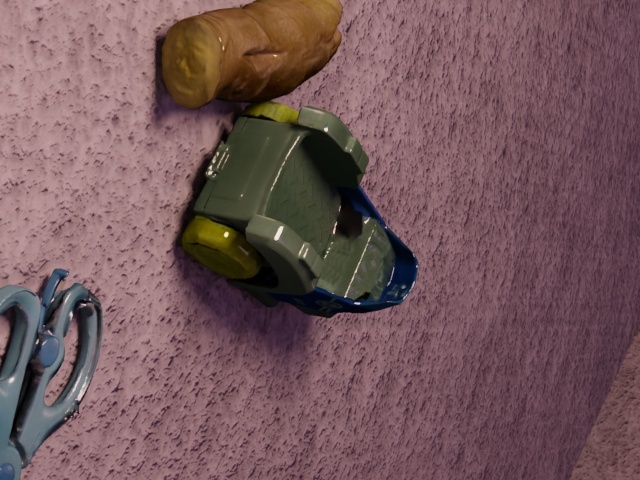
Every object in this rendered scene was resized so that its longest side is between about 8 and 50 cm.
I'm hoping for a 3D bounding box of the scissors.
[{"bbox_3d":[-0.301,0.215,1.209,0.180,0.032,0.393,28,74,-59],"label":"scissors"}]

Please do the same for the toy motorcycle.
[{"bbox_3d":[0.000,0.000,1.496,0.326,0.199,0.191,52,55,-51],"label":"toy motorcycle"}]

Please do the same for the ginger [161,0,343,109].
[{"bbox_3d":[-0.068,-0.206,1.395,0.263,0.116,0.109,-28,93,-52],"label":"ginger"}]
